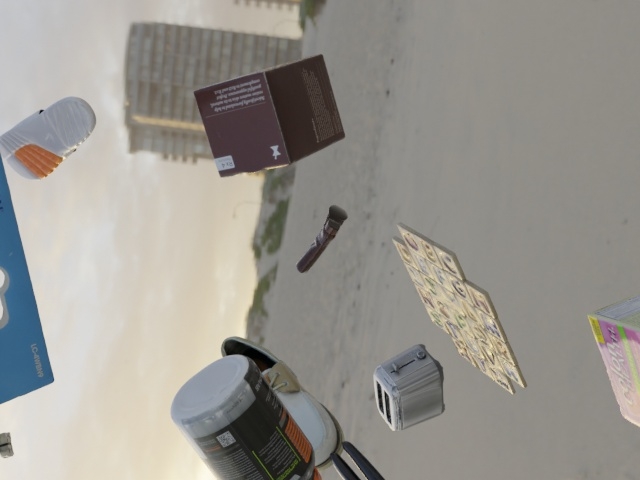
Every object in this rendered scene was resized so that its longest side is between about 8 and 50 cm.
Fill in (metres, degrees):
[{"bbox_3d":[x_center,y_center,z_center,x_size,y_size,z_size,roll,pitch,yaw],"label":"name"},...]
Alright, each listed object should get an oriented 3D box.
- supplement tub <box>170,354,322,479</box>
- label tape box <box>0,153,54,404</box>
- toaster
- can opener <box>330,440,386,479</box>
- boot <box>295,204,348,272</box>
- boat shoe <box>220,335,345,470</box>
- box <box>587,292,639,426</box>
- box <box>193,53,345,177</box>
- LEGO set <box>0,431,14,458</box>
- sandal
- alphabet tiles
[{"bbox_3d":[-0.083,0.241,0.998,0.190,0.117,0.117,59,-162,-20],"label":"supplement tub"},{"bbox_3d":[-0.445,0.068,0.744,0.347,0.115,0.249,-20,-70,-36],"label":"label tape box"},{"bbox_3d":[0.221,0.377,2.086,0.129,0.146,0.227,-129,24,-48],"label":"toaster"},{"bbox_3d":[0.076,0.353,1.164,0.186,0.059,0.073,53,174,42],"label":"can opener"},{"bbox_3d":[0.000,0.000,1.459,0.114,0.037,0.106,-57,1,27],"label":"boot"},{"bbox_3d":[-0.077,0.255,1.335,0.113,0.302,0.103,-45,-51,-10],"label":"boat shoe"},{"bbox_3d":[0.594,0.220,1.434,0.243,0.117,0.214,-150,39,-82],"label":"box"},{"bbox_3d":[-0.088,-0.229,1.527,0.203,0.168,0.167,-33,-68,-53],"label":"box"},{"bbox_3d":[-0.700,0.456,1.732,0.227,0.087,0.093,124,130,-76],"label":"LEGO set"},{"bbox_3d":[-0.458,-0.185,1.450,0.102,0.265,0.076,55,-141,-19],"label":"sandal"},{"bbox_3d":[0.245,0.123,1.496,0.285,0.011,0.343,37,159,56],"label":"alphabet tiles"}]
